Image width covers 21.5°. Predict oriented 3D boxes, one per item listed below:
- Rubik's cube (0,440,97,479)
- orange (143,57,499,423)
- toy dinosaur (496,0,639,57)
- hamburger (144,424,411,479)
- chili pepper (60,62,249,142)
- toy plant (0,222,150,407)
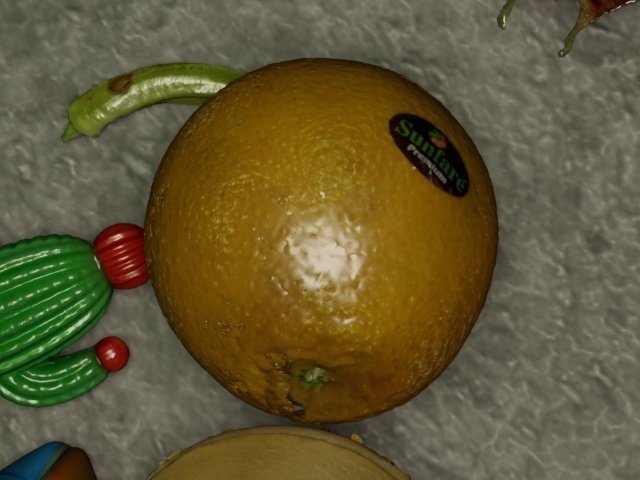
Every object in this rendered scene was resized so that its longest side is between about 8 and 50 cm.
[{"bbox_3d":[-0.262,0.322,1.337,0.254,0.254,0.254,0,88,4],"label":"Rubik's cube"},{"bbox_3d":[0.000,0.000,1.251,0.274,0.274,0.274,0,88,4],"label":"orange"},{"bbox_3d":[0.189,-0.219,1.342,0.327,0.113,0.207,2,62,-6],"label":"toy dinosaur"},{"bbox_3d":[-0.030,0.275,1.263,0.300,0.176,0.300,4,115,9],"label":"hamburger"},{"bbox_3d":[-0.116,-0.121,1.379,0.208,0.043,0.049,-10,74,3],"label":"chili pepper"},{"bbox_3d":[-0.232,0.060,1.361,0.240,0.088,0.155,0,100,-6],"label":"toy plant"}]
